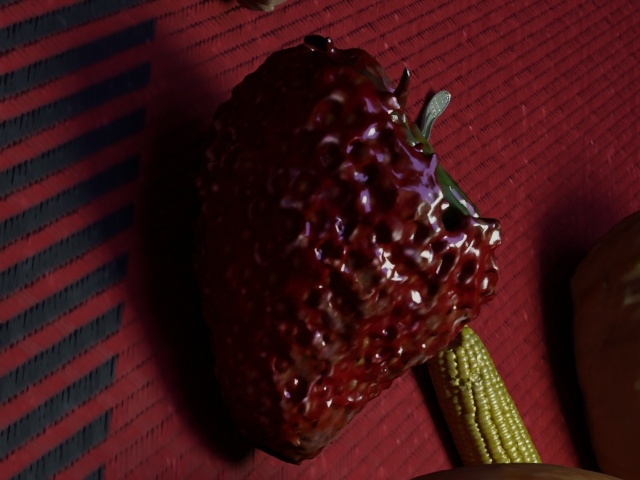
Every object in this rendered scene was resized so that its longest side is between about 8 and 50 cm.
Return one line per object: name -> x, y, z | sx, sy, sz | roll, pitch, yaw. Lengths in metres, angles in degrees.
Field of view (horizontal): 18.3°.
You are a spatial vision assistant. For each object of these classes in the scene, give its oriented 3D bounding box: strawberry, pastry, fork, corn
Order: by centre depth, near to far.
strawberry -> 0.001, 0.002, 1.478 | 0.261, 0.258, 0.261 | 53, 6, -8
corn -> 0.150, 0.169, 1.789 | 0.206, 0.067, 0.067 | 65, 29, -18
fork -> 0.094, -0.083, 1.855 | 0.034, 0.028, 0.219 | 60, 31, -20
pastry -> 0.442, 0.127, 2.089 | 0.388, 0.313, 0.388 | 41, 43, -53

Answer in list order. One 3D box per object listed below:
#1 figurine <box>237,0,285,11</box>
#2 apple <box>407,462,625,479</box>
figurine -> -0.057, -0.243, 1.570 | 0.157, 0.126, 0.114 | 16, 106, -57
apple -> 0.143, 0.340, 1.399 | 0.391, 0.347, 0.391 | 43, 36, -42
